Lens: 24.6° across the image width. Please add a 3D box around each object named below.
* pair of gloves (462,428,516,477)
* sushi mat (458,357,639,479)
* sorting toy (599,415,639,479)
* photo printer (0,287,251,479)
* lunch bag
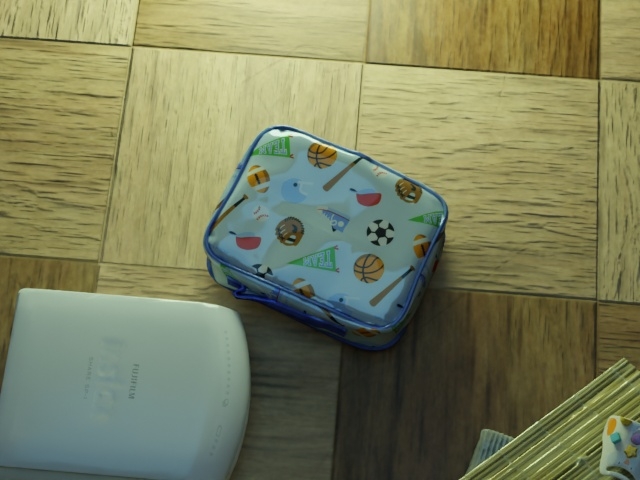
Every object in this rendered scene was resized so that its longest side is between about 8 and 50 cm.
[{"bbox_3d":[0.262,0.361,1.805,0.240,0.042,0.204,27,70,12],"label":"pair of gloves"},{"bbox_3d":[0.320,0.278,1.818,0.316,0.019,0.151,-32,62,-22],"label":"sushi mat"},{"bbox_3d":[0.380,0.263,1.802,0.083,0.045,0.075,24,77,13],"label":"sorting toy"},{"bbox_3d":[-0.242,0.193,1.840,0.307,0.107,0.256,5,67,2],"label":"photo printer"},{"bbox_3d":[0.000,0.000,1.920,0.303,0.115,0.243,23,72,8],"label":"lunch bag"}]
